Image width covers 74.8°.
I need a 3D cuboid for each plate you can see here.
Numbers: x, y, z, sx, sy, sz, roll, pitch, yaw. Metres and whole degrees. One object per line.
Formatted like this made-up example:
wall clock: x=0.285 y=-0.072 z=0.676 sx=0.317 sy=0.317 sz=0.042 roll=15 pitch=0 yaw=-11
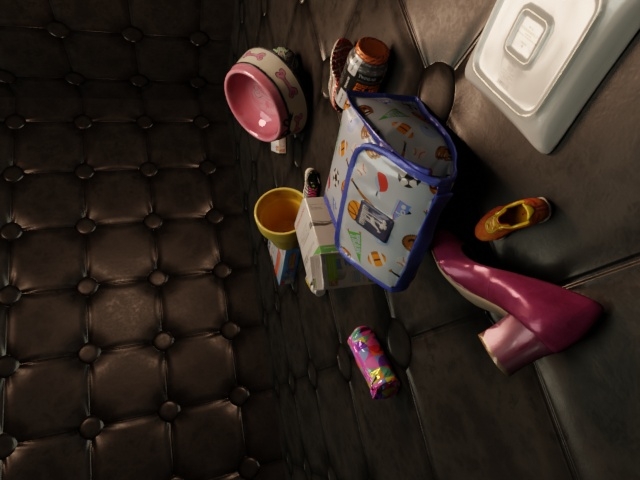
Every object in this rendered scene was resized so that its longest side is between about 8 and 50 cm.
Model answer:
plate: x=0.349 y=-0.329 z=0.682 sx=0.278 sy=0.045 sz=0.277 roll=105 pitch=151 yaw=-46

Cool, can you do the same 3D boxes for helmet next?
helmet: x=-0.172 y=-0.770 z=1.863 sx=0.161 sy=0.170 sz=0.169 roll=-147 pitch=52 yaw=-86

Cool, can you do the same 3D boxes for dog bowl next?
dog bowl: x=-0.250 y=-0.613 z=1.834 sx=0.408 sy=0.150 sz=0.408 roll=33 pitch=149 yaw=23

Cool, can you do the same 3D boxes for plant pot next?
plant pot: x=-0.164 y=-0.077 z=1.946 sx=0.239 sy=0.254 sz=0.254 roll=88 pitch=167 yaw=-61

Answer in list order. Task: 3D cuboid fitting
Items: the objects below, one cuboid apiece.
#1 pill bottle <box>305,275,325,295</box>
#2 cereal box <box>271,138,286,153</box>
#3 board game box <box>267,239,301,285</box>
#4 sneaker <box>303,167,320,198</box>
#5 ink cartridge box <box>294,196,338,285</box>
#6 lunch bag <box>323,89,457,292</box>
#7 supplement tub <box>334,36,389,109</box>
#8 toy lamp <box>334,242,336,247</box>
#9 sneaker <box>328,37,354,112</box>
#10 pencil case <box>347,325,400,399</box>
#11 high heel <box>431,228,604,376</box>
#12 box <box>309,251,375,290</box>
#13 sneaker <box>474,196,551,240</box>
pill bottle: x=-0.019 y=0.194 z=1.845 sx=0.116 sy=0.065 sz=0.065 roll=-128 pitch=37 yaw=-55
cereal box: x=-0.227 y=-0.593 z=2.238 sx=0.173 sy=0.047 sz=0.240 roll=-138 pitch=46 yaw=-63
board game box: x=-0.203 y=0.033 z=2.292 sx=0.308 sy=0.086 sz=0.302 roll=106 pitch=151 yaw=-46
sneaker: x=-0.036 y=-0.224 z=1.776 sx=0.075 sy=0.063 sz=0.170 roll=-161 pitch=72 yaw=-76
ink cartridge box: x=0.000 y=0.000 z=1.648 sx=0.211 sy=0.122 sz=0.289 roll=116 pitch=143 yaw=-57
lunch bag: x=0.153 y=-0.120 z=0.979 sx=0.385 sy=0.239 sz=0.327 roll=-108 pitch=22 yaw=-44
supplement tub: x=0.118 y=-0.466 z=1.189 sx=0.190 sy=0.117 sz=0.117 roll=116 pitch=143 yaw=-58
toy lamp: x=0.114 y=-0.031 z=1.391 sx=0.274 sy=0.080 sz=0.080 roll=134 pitch=127 yaw=-64
sneaker: x=0.059 y=-0.543 z=1.379 sx=0.092 sy=0.088 sz=0.225 roll=-125 pitch=34 yaw=-56
pencil case: x=0.165 y=0.386 z=1.329 sx=0.236 sy=0.104 sz=0.104 roll=-117 pitch=29 yaw=-48
high heel: x=0.345 y=0.063 z=0.795 sx=0.181 sy=0.127 sz=0.377 roll=-41 pitch=36 yaw=20
box: x=0.081 y=0.091 z=1.322 sx=0.103 sy=0.203 sz=0.114 roll=159 pitch=107 yaw=-69
sneaker: x=0.335 y=-0.040 z=0.770 sx=0.175 sy=0.067 sz=0.064 roll=133 pitch=127 yaw=-67
